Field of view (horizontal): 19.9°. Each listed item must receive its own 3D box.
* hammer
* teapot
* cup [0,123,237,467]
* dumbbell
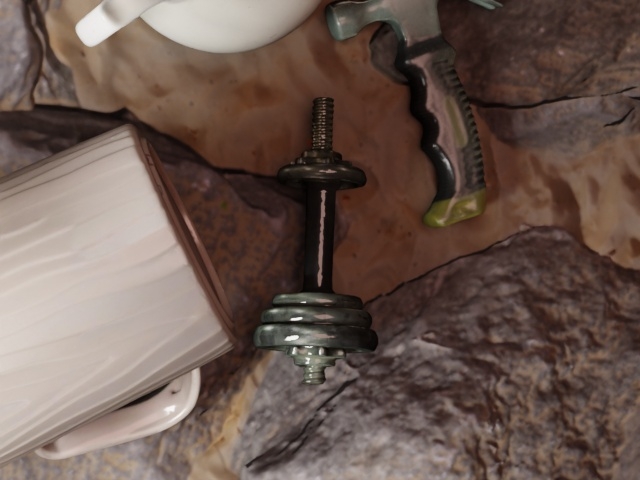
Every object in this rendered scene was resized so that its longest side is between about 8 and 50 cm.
[{"bbox_3d":[0.106,-0.128,1.662,0.159,0.041,0.226,-15,94,-13],"label":"hammer"},{"bbox_3d":[-0.087,-0.256,1.558,0.298,0.139,0.204,-43,103,-11],"label":"teapot"},{"bbox_3d":[-0.213,0.077,1.469,0.273,0.208,0.288,-26,110,0],"label":"cup"},{"bbox_3d":[0.000,0.000,1.609,0.110,0.110,0.254,5,83,-15],"label":"dumbbell"}]
